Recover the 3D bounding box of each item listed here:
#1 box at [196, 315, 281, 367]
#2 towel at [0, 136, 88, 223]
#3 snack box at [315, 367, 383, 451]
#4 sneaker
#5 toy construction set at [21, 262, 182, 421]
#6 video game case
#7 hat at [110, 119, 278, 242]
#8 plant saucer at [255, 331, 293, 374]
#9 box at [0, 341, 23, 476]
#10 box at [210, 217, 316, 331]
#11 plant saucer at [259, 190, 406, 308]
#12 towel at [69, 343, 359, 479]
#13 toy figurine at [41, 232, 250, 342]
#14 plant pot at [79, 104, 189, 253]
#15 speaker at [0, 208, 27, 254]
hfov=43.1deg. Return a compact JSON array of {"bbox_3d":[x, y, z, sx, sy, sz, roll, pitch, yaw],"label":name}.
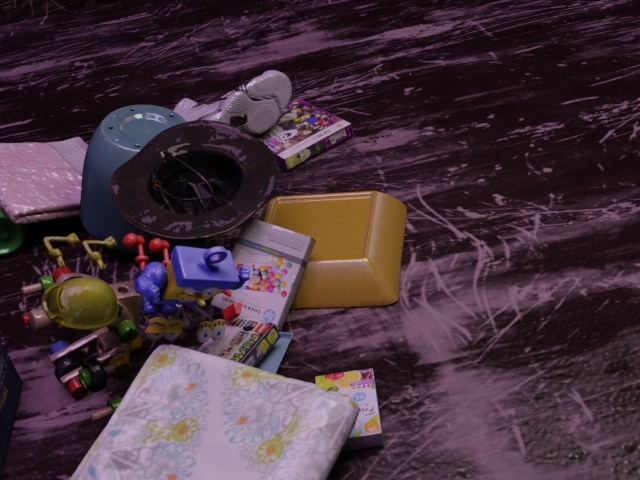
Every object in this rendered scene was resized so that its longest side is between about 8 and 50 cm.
[{"bbox_3d":[-0.176,0.218,1.439,0.114,0.036,0.207,8,43,39],"label":"box"},{"bbox_3d":[-0.654,-0.157,1.958,0.317,0.053,0.332,-12,38,-39],"label":"towel"},{"bbox_3d":[0.045,0.275,1.319,0.100,0.037,0.141,-10,36,5],"label":"snack box"},{"bbox_3d":[-0.254,-0.324,2.068,0.366,0.137,0.210,-41,39,-3],"label":"sneaker"},{"bbox_3d":[-0.391,0.139,1.513,0.237,0.257,0.309,-17,23,-36],"label":"toy construction set"},{"bbox_3d":[-0.067,-0.277,2.085,0.210,0.041,0.232,-30,40,-22],"label":"video game case"},{"bbox_3d":[-0.239,-0.086,1.609,0.331,0.134,0.331,-1,48,1],"label":"hat"},{"bbox_3d":[-0.107,0.233,1.437,0.067,0.018,0.192,3,40,19],"label":"plant saucer"},{"bbox_3d":[-0.586,0.266,1.387,0.059,0.183,0.232,-12,35,0],"label":"box"},{"bbox_3d":[-0.109,0.062,1.547,0.145,0.038,0.186,19,83,21],"label":"box"},{"bbox_3d":[0.000,0.000,1.667,0.333,0.081,0.332,-3,36,12],"label":"plant saucer"},{"bbox_3d":[-0.170,0.327,1.217,0.375,0.090,0.320,12,55,27],"label":"towel"},{"bbox_3d":[-0.246,0.039,1.336,0.363,0.217,0.191,9,60,-39],"label":"toy figurine"},{"bbox_3d":[-0.386,-0.154,1.784,0.293,0.235,0.293,5,41,-5],"label":"plant pot"},{"bbox_3d":[-0.774,-0.089,1.965,0.131,0.131,0.296,-18,37,-8],"label":"speaker"}]
